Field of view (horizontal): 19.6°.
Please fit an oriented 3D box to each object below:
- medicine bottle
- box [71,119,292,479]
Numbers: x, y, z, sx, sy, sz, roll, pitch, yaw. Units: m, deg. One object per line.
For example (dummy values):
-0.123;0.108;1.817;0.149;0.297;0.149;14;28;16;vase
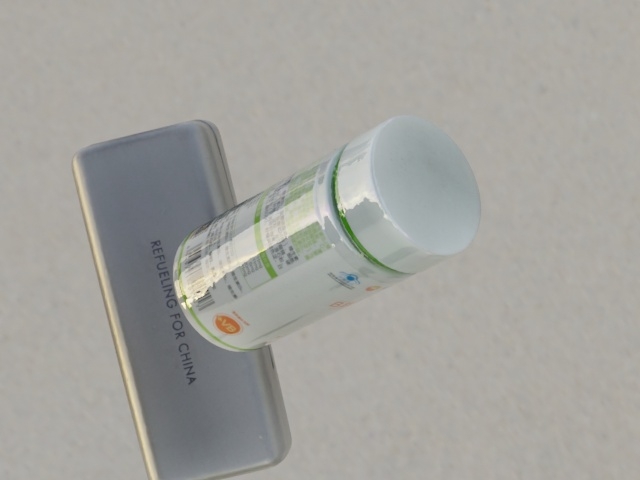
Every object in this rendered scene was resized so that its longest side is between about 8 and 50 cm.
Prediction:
0.000;0.000;1.076;0.183;0.086;0.086;-27;41;44;medicine bottle
-0.094;0.044;1.272;0.103;0.055;0.243;-13;91;9;box
